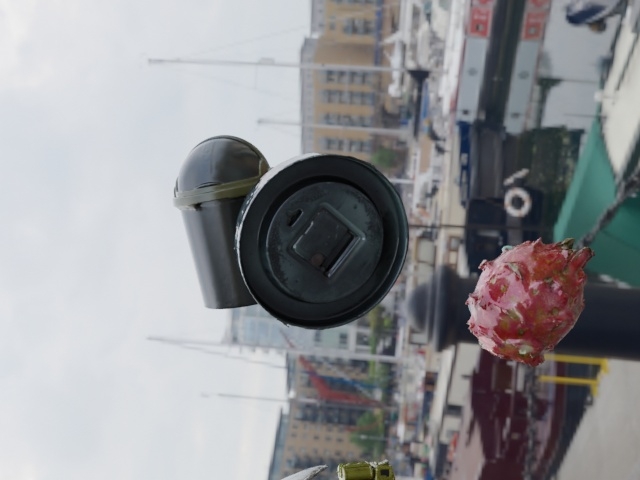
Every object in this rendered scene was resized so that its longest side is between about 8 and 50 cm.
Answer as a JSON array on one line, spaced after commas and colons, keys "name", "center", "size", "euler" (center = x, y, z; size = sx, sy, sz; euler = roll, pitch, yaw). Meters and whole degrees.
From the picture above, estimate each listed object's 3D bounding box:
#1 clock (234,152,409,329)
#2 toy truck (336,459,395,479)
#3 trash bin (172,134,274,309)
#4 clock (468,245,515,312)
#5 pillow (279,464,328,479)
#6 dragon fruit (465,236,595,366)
[{"name": "clock", "center": [0.001, 0.001, 1.521], "size": [0.061, 0.313, 0.312], "euler": [-146, 57, -66]}, {"name": "toy truck", "center": [0.068, 0.347, 1.273], "size": [0.049, 0.083, 0.054], "euler": [164, 104, -76]}, {"name": "trash bin", "center": [-0.180, -0.043, 1.758], "size": [0.214, 0.214, 0.333], "euler": [-55, -42, -80]}, {"name": "clock", "center": [0.396, 0.118, 1.873], "size": [0.188, 0.060, 0.148], "euler": [-54, 52, 23]}, {"name": "pillow", "center": [-0.092, 0.504, 1.752], "size": [0.131, 0.233, 0.038], "euler": [-8, -112, -61]}, {"name": "dragon fruit", "center": [0.384, 0.098, 1.604], "size": [0.268, 0.210, 0.205], "euler": [-46, 0, 6]}]
